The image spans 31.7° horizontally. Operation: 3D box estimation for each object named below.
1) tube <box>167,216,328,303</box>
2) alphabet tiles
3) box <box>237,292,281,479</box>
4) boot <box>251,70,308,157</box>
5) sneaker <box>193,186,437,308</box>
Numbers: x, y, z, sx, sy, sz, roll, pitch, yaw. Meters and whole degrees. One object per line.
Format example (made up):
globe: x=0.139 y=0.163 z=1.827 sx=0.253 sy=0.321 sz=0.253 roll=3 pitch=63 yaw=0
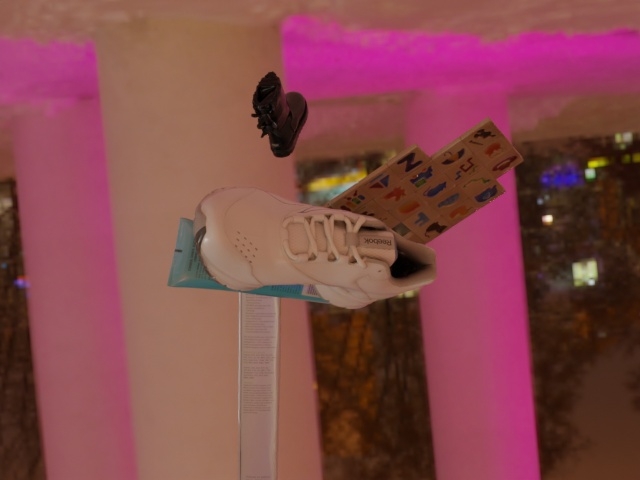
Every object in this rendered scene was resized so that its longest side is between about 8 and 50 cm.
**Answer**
tube: x=-0.067 y=0.032 z=1.297 sx=0.207 sy=0.080 sz=0.052 roll=11 pitch=166 yaw=-12
alphabet tiles: x=0.117 y=-0.051 z=1.309 sx=0.237 sy=0.009 sz=0.198 roll=-34 pitch=148 yaw=13
box: x=-0.083 y=0.136 z=1.499 sx=0.059 sy=0.321 sz=0.232 roll=1 pitch=-160 yaw=-4
boot: x=-0.054 y=-0.179 z=1.480 sx=0.045 sy=0.121 sz=0.099 roll=-1 pitch=140 yaw=18
sneaker: x=0.000 y=0.000 z=1.145 sx=0.129 sy=0.110 sz=0.297 roll=-11 pitch=165 yaw=43
